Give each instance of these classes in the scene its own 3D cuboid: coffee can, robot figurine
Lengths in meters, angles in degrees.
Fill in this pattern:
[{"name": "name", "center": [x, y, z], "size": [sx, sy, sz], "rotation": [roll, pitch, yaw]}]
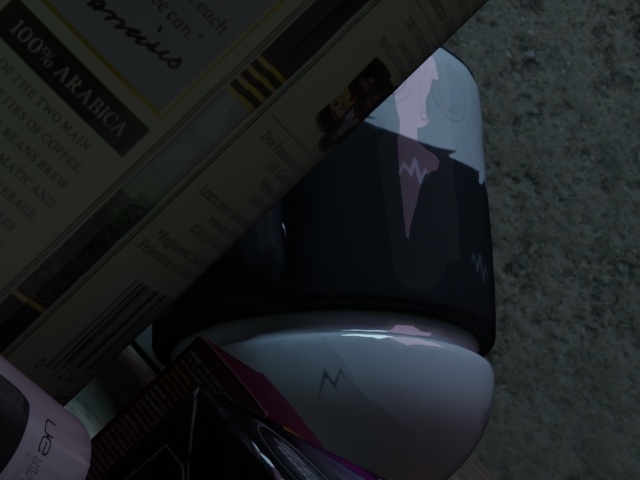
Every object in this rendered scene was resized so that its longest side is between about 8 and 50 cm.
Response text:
[{"name": "coffee can", "center": [-0.078, -0.087, 0.555], "size": [0.201, 0.275, 0.201], "rotation": [47, 2, -2]}, {"name": "robot figurine", "center": [-0.003, 0.000, 0.851], "size": [0.209, 0.173, 0.278], "rotation": [11, 67, -31]}]

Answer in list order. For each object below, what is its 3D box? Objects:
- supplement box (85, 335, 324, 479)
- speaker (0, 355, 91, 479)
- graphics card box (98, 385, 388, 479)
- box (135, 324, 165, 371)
[{"name": "supplement box", "center": [-0.048, 0.081, 0.588], "size": [0.043, 0.083, 0.055], "rotation": [47, 3, 31]}, {"name": "speaker", "center": [-0.123, 0.032, 0.442], "size": [0.136, 0.055, 0.055], "rotation": [46, 2, -31]}, {"name": "graphics card box", "center": [0.059, 0.188, 0.585], "size": [0.233, 0.094, 0.371], "rotation": [47, 3, 23]}, {"name": "box", "center": [-0.059, 0.035, 1.007], "size": [0.102, 0.101, 0.087], "rotation": [47, 2, 17]}]
